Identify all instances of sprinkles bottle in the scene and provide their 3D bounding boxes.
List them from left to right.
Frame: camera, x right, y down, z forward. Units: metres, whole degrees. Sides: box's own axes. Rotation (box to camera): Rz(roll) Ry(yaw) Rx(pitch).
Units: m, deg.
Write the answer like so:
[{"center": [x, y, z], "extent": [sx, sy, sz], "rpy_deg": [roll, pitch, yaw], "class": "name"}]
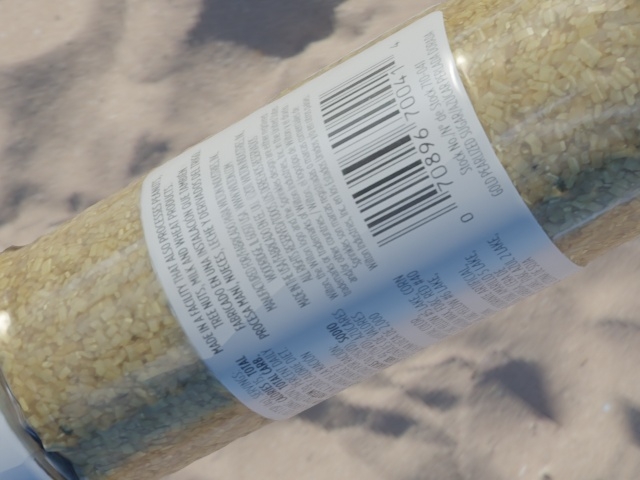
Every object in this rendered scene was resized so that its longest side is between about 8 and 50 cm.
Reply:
[{"center": [0.000, 0.000, 0.710], "extent": [0.355, 0.121, 0.121], "rpy_deg": [-28, 91, 18], "class": "sprinkles bottle"}]
